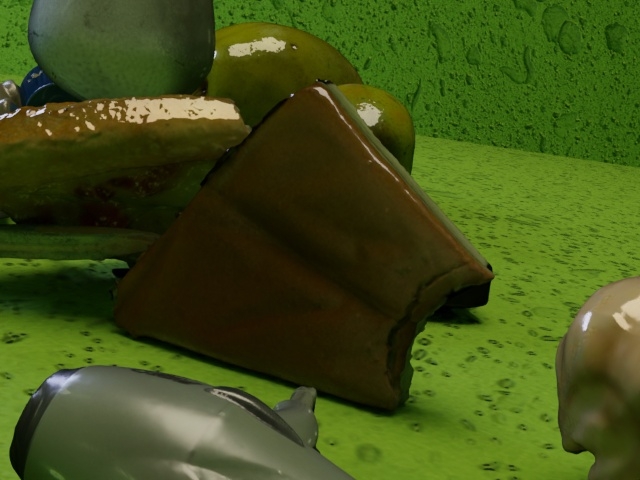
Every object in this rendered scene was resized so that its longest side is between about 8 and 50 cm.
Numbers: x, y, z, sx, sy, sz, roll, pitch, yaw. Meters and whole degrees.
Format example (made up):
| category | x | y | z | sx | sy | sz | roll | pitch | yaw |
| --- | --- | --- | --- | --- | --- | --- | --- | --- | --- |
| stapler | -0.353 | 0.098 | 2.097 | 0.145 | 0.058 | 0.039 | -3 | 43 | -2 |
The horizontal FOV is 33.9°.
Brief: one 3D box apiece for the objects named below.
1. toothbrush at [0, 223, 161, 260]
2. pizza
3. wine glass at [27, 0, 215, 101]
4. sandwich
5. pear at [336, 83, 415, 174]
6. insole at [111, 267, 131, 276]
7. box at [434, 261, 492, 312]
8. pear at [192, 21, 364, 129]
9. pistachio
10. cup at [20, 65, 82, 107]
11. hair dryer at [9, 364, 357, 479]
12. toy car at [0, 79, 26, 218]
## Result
| category | x | y | z | sx | sy | sz | roll | pitch | yaw |
| --- | --- | --- | --- | --- | --- | --- | --- | --- | --- |
| toothbrush | -0.308 | -0.002 | 0.805 | 0.375 | 0.028 | 0.037 | 2 | 43 | 3 |
| pizza | -0.163 | -0.032 | 0.880 | 0.279 | 0.075 | 0.288 | -10 | -21 | 7 |
| wine glass | -0.247 | -0.206 | 1.273 | 0.237 | 0.323 | 0.238 | 6 | 10 | -1 |
| sandwich | -0.019 | 0.042 | 0.742 | 0.212 | 0.245 | 0.063 | 50 | 21 | 16 |
| pear | 0.047 | -0.121 | 1.428 | 0.187 | 0.188 | 0.219 | 8 | 4 | -8 |
| insole | -0.125 | 0.035 | 0.971 | 0.135 | 0.002 | 0.045 | 5 | 12 | -21 |
| box | 0.000 | 0.000 | 1.065 | 0.288 | 0.073 | 0.290 | 8 | 11 | -18 |
| pear | -0.072 | -0.214 | 1.624 | 0.307 | 0.253 | 0.253 | -3 | 16 | -40 |
| pistachio | 0.223 | 0.092 | 0.579 | 0.229 | 0.157 | 0.157 | 12 | 7 | -42 |
| cup | -0.431 | -0.201 | 1.654 | 0.176 | 0.131 | 0.155 | -23 | 21 | -8 |
| hair dryer | 0.019 | 0.124 | 0.493 | 0.229 | 0.092 | 0.267 | 24 | 7 | 29 |
| toy car | -0.451 | -0.139 | 0.992 | 0.335 | 0.227 | 0.242 | 3 | 12 | -16 |
